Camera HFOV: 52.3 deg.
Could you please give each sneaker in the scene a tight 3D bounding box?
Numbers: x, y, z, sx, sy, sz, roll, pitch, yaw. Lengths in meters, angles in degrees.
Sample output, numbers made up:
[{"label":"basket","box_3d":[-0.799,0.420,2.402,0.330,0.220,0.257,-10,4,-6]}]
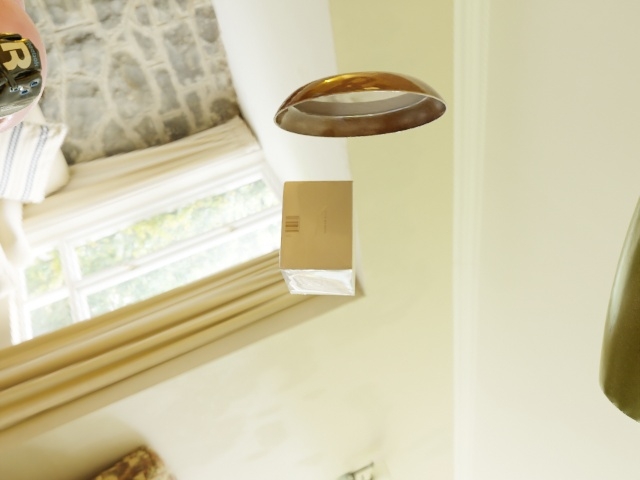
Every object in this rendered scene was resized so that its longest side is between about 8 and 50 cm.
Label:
[{"label":"sneaker","box_3d":[-0.260,-0.137,0.474,0.217,0.121,0.079,-17,-78,55]}]

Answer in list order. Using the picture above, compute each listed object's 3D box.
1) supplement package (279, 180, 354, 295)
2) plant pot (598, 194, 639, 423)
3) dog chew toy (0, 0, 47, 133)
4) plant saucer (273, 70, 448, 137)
[{"label":"supplement package","box_3d":[0.000,0.000,1.393,0.203,0.150,0.194,79,13,-70]},{"label":"plant pot","box_3d":[0.504,0.106,0.878,0.274,0.275,0.293,54,-46,49]},{"label":"dog chew toy","box_3d":[-0.473,-0.288,0.838,0.206,0.207,0.331,89,-18,-59]},{"label":"plant saucer","box_3d":[0.070,-0.242,1.169,0.310,0.311,0.050,152,-65,-78]}]
